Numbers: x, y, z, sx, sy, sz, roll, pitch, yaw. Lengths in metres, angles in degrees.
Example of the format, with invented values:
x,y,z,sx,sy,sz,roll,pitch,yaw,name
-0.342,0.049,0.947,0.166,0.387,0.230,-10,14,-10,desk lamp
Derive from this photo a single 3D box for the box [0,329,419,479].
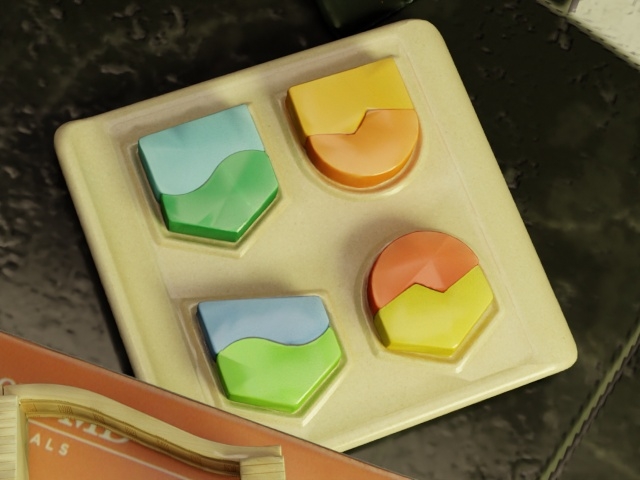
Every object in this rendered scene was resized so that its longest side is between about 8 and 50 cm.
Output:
x,y,z,sx,sy,sz,roll,pitch,yaw,name
-0.115,0.228,0.563,0.215,0.168,0.345,19,68,8,box

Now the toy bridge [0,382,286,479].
x,y,z,sx,sy,sz,roll,pitch,yaw,name
-0.105,0.080,0.519,0.188,0.026,0.063,-4,64,-1,toy bridge

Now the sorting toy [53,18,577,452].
x,y,z,sx,sy,sz,roll,pitch,yaw,name
0.000,0.000,0.750,0.208,0.038,0.193,-17,75,-16,sorting toy

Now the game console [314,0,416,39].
x,y,z,sx,sy,sz,roll,pitch,yaw,name
0.021,-0.180,0.831,0.122,0.071,0.107,-32,50,-20,game console
